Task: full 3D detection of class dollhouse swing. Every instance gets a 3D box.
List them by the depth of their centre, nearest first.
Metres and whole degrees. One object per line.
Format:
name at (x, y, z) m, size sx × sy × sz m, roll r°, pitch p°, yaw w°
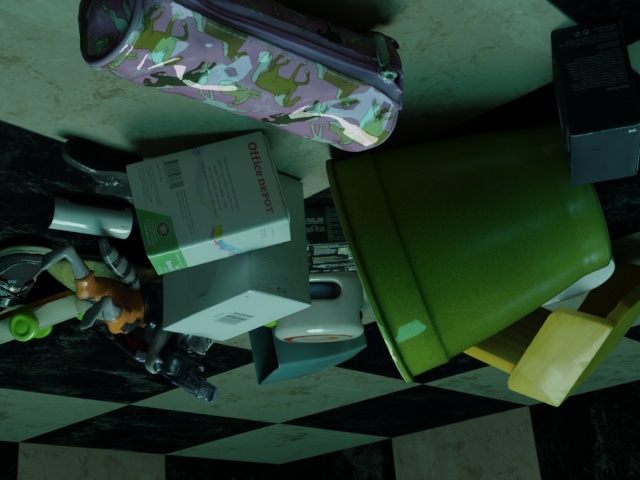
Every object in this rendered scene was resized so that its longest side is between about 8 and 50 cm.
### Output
dollhouse swing at (0.490, 0.136, 1.968) m, size 0.347 × 0.305 × 0.315 m, roll -24°, pitch 145°, yaw -49°

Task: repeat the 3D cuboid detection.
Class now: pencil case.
pencil case at (-0.081, -0.216, 1.046) m, size 0.386 × 0.160 × 0.167 m, roll 13°, pitch 127°, yaw -36°

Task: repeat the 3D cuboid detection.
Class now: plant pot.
plant pot at (0.237, -0.012, 1.415) m, size 0.353 × 0.366 × 0.366 m, roll -20°, pitch 156°, yaw 6°
plant pot at (-0.025, 0.218, 2.120) m, size 0.234 × 0.165 × 0.166 m, roll -4°, pitch 159°, yaw -22°

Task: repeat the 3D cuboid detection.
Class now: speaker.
speaker at (-0.388, -0.038, 1.547) m, size 0.136 × 0.055 × 0.055 m, roll 9°, pitch 154°, yaw -30°

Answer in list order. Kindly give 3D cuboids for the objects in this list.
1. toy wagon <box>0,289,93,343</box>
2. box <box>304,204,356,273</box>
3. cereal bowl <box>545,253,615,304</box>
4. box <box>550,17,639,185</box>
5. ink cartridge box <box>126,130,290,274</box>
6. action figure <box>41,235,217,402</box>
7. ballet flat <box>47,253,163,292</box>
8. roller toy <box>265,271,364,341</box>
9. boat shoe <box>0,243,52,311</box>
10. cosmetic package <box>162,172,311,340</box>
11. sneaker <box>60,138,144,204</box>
toy wagon at (-0.617, 0.178, 1.865) m, size 0.344 × 0.068 × 0.267 m, roll -20°, pitch 179°, yaw 13°
box at (0.000, 0.000, 1.689) m, size 0.180 × 0.078 × 0.147 m, roll -4°, pitch 158°, yaw -3°
cereal bowl at (0.367, 0.019, 1.728) m, size 0.339 × 0.141 × 0.339 m, roll -4°, pitch 158°, yaw -1°
box at (0.364, -0.179, 1.223) m, size 0.093 × 0.158 × 0.156 m, roll -10°, pitch 157°, yaw 12°
ink cartridge box at (-0.163, -0.056, 1.372) m, size 0.212 × 0.154 × 0.093 m, roll -16°, pitch 159°, yaw -4°
action figure at (-0.287, 0.137, 1.615) m, size 0.341 × 0.179 × 0.330 m, roll 25°, pitch 175°, yaw 41°
ballet flat at (-0.357, 0.098, 1.807) m, size 0.348 × 0.123 × 0.123 m, roll 7°, pitch 155°, yaw -25°
roller toy at (-0.003, 0.132, 1.922) m, size 0.191 × 0.146 × 0.209 m, roll -13°, pitch 164°, yaw 41°
boat shoe at (-0.591, 0.083, 1.747) m, size 0.103 × 0.092 × 0.285 m, roll 14°, pitch 153°, yaw -42°
cosmetic package at (-0.143, 0.023, 1.522) m, size 0.224 × 0.225 × 0.138 m, roll -24°, pitch 151°, yaw 39°
sneaker at (-0.333, -0.102, 1.408) m, size 0.170 × 0.051 × 0.089 m, roll 12°, pitch 148°, yaw -42°
